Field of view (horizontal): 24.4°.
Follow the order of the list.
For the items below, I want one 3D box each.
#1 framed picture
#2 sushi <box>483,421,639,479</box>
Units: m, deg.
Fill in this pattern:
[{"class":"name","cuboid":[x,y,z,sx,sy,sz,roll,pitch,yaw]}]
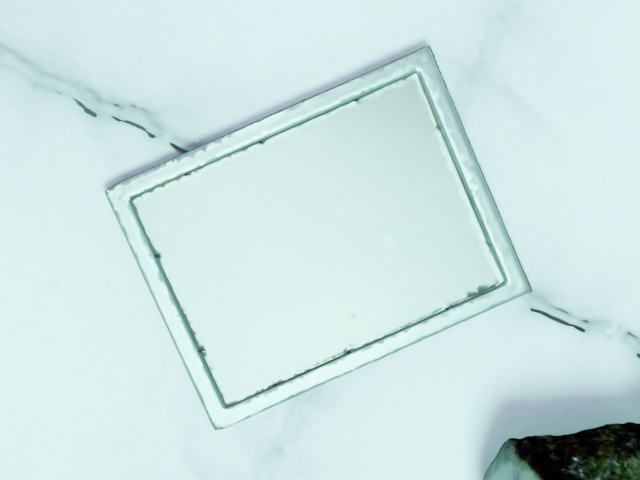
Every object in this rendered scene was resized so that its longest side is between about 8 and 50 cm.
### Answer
[{"class":"framed picture","cuboid":[0.000,0.000,0.765,0.183,0.011,0.142,-24,100,-1]},{"class":"sushi","cuboid":[0.149,0.198,0.727,0.115,0.212,0.147,2,136,-17]}]
